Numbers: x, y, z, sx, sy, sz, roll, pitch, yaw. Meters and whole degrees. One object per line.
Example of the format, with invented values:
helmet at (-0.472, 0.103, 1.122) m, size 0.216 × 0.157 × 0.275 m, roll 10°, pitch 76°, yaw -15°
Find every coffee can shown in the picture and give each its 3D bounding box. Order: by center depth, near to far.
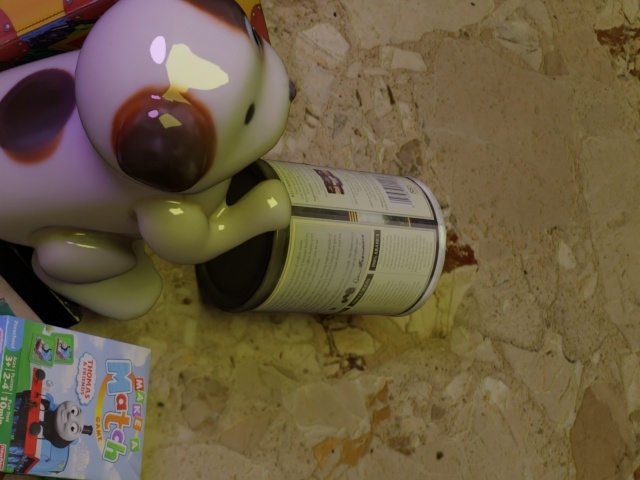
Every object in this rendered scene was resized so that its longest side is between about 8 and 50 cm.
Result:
coffee can at (0.000, 0.000, 1.513) m, size 0.275 × 0.201 × 0.202 m, roll 5°, pitch 73°, yaw -35°

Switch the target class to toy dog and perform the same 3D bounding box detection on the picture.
toy dog at (-0.198, -0.131, 1.184) m, size 0.395 × 0.408 × 0.285 m, roll 26°, pitch 61°, yaw -29°

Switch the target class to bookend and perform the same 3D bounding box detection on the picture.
bookend at (-0.308, -0.001, 1.371) m, size 0.156 × 0.072 × 0.157 m, roll 50°, pitch 53°, yaw -14°

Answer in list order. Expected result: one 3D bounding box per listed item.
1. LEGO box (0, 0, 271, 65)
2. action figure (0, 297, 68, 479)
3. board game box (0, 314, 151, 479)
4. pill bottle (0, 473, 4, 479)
LEGO box at (-0.277, -0.457, 1.371) m, size 0.372 × 0.193 × 0.500 m, roll 2°, pitch 72°, yaw -66°
action figure at (-0.337, 0.181, 1.278) m, size 0.063 × 0.137 × 0.232 m, roll -35°, pitch 106°, yaw -51°
board game box at (-0.276, 0.179, 1.235) m, size 0.211 × 0.039 × 0.160 m, roll 22°, pitch 66°, yaw -51°
pill bottle at (-0.420, 0.282, 1.167) m, size 0.121 × 0.121 × 0.216 m, roll 40°, pitch 56°, yaw -20°
